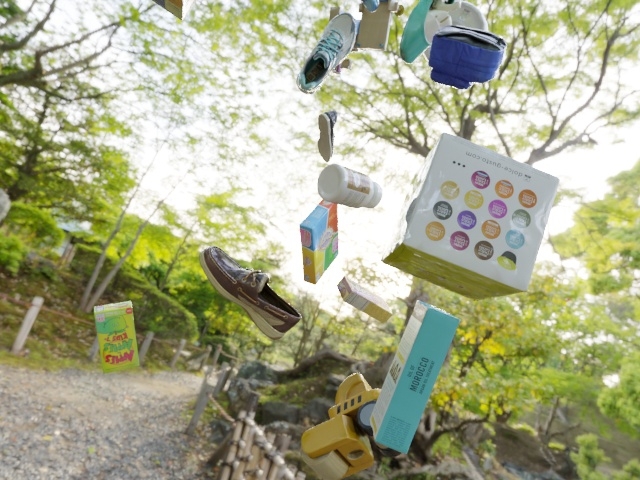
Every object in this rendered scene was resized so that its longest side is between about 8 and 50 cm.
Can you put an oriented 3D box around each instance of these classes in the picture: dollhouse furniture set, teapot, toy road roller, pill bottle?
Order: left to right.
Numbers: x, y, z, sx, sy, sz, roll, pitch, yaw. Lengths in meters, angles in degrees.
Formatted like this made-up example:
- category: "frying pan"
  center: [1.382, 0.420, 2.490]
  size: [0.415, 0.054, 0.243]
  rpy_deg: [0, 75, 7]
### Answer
- category: "toy road roller"
  center: [0.096, 0.588, 1.540]
  size: [0.202, 0.330, 0.240]
  rpy_deg: [58, 6, -35]
- category: "pill bottle"
  center: [0.110, -0.181, 1.673]
  size: [0.229, 0.131, 0.131]
  rpy_deg: [11, -3, -44]
- category: "dollhouse furniture set"
  center: [0.205, -0.831, 1.994]
  size: [0.304, 0.286, 0.198]
  rpy_deg: [14, 14, 32]
- category: "teapot"
  center: [0.484, -0.731, 1.747]
  size: [0.253, 0.255, 0.187]
  rpy_deg: [-11, -1, 19]

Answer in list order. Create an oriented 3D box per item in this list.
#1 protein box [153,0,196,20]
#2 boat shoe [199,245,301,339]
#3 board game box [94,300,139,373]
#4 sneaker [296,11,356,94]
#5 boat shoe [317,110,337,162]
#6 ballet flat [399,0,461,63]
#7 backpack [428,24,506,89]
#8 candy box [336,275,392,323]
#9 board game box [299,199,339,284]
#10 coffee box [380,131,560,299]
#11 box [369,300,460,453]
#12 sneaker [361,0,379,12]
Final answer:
- category: "protein box"
  center: [-0.316, -0.658, 1.070]
  size: [0.136, 0.199, 0.201]
  rpy_deg: [32, -15, -9]
- category: "boat shoe"
  center: [-0.192, 0.129, 1.360]
  size: [0.342, 0.123, 0.123]
  rpy_deg: [48, 22, -6]
- category: "board game box"
  center: [-0.545, 0.259, 1.280]
  size: [0.092, 0.181, 0.043]
  rpy_deg: [-8, 20, -24]
- category: "sneaker"
  center: [0.025, -0.588, 1.511]
  size: [0.110, 0.283, 0.122]
  rpy_deg: [31, 13, -8]
- category: "boat shoe"
  center: [0.034, -0.362, 1.669]
  size: [0.075, 0.065, 0.206]
  rpy_deg: [42, -28, 30]
- category: "ballet flat"
  center: [0.247, -0.489, 1.018]
  size: [0.087, 0.247, 0.083]
  rpy_deg: [13, -17, 38]
- category: "backpack"
  center: [0.262, -0.323, 0.849]
  size: [0.120, 0.098, 0.101]
  rpy_deg: [18, -45, 18]
- category: "candy box"
  center: [0.150, 0.204, 1.642]
  size: [0.187, 0.053, 0.109]
  rpy_deg: [33, 14, -23]
- category: "board game box"
  center: [0.000, 0.000, 2.086]
  size: [0.064, 0.242, 0.316]
  rpy_deg: [16, -47, 23]
- category: "coffee box"
  center: [0.406, -0.044, 1.375]
  size: [0.338, 0.334, 0.338]
  rpy_deg: [22, -11, 1]
- category: "box"
  center: [0.162, 0.234, 0.842]
  size: [0.060, 0.244, 0.100]
  rpy_deg: [22, 0, 1]
- category: "sneaker"
  center: [0.122, -0.804, 1.541]
  size: [0.162, 0.073, 0.063]
  rpy_deg: [49, -26, -13]
